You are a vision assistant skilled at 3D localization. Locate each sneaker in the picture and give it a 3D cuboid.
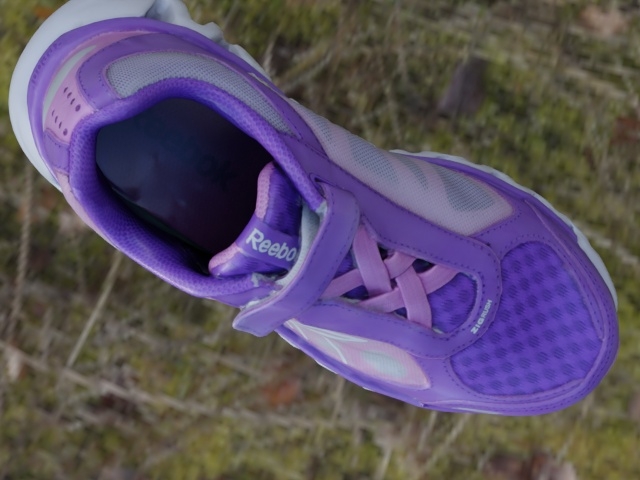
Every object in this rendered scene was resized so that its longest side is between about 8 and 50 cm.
[{"bbox_3d":[0.000,0.000,0.654,0.236,0.104,0.095,28,99,-11],"label":"sneaker"}]
